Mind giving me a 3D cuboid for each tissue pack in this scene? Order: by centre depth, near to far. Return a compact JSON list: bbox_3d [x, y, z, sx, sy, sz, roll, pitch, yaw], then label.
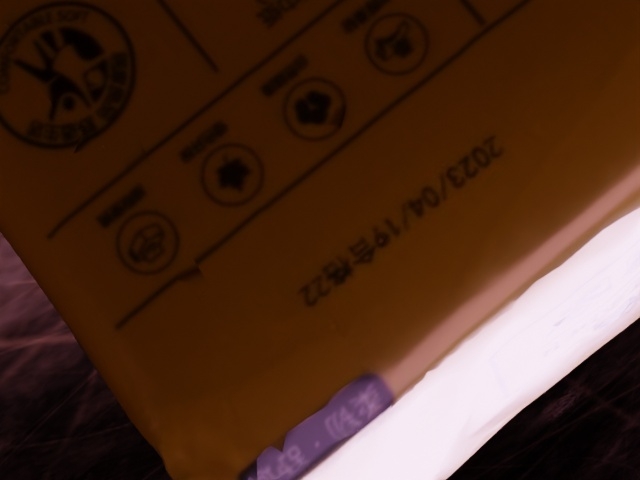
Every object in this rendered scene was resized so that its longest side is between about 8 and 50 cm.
[{"bbox_3d":[0.047,-0.109,0.675,0.382,0.293,0.228,-39,162,0],"label":"tissue pack"}]
